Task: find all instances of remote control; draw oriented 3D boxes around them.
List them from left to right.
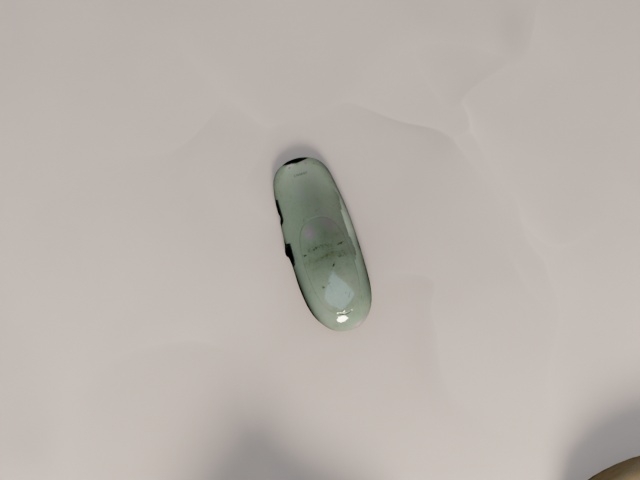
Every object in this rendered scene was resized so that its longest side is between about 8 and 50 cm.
[{"bbox_3d":[0.000,0.000,1.723,0.097,0.045,0.256,-18,65,-5],"label":"remote control"}]

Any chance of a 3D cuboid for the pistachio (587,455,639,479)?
[{"bbox_3d":[0.395,0.310,1.525,0.238,0.137,0.153,-16,33,-4],"label":"pistachio"}]
